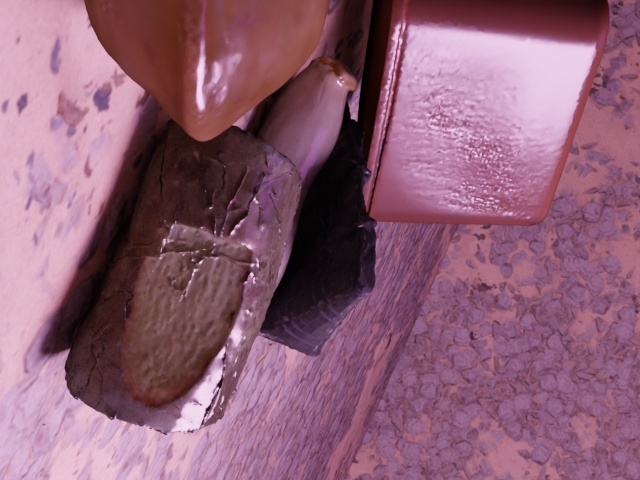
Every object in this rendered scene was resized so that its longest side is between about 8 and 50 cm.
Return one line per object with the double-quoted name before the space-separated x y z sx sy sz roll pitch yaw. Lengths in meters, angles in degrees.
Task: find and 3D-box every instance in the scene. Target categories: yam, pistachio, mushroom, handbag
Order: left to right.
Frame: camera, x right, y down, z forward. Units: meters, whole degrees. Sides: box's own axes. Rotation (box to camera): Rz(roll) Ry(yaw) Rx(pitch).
"yam" -0.109 0.028 0.941 0.154 0.154 0.254 23 87 -77
"pistachio" -0.069 -0.191 0.667 0.260 0.162 0.213 91 -8 -55
"mushroom" -0.058 -0.040 1.133 0.351 0.097 0.109 -66 -170 -16
"handbag" 0.000 0.000 1.177 0.175 0.088 0.270 -50 -151 35

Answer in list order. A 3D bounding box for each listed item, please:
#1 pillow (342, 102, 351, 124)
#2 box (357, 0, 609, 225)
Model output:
"pillow" -0.013 -0.057 1.391 0.126 0.043 0.233 61 52 -75
"box" 0.170 -0.196 1.279 0.339 0.229 0.239 99 -6 -45
